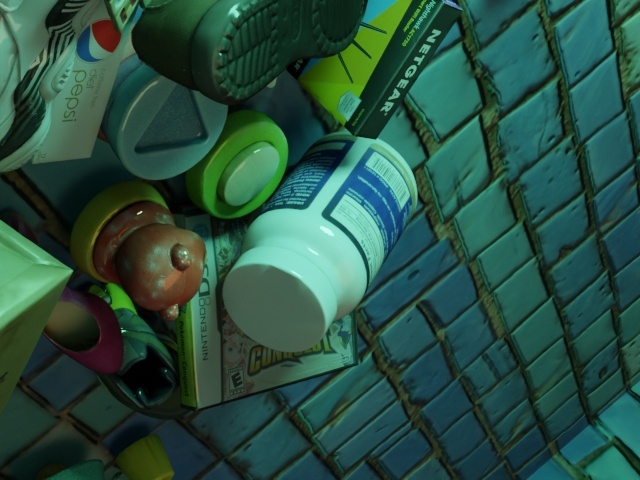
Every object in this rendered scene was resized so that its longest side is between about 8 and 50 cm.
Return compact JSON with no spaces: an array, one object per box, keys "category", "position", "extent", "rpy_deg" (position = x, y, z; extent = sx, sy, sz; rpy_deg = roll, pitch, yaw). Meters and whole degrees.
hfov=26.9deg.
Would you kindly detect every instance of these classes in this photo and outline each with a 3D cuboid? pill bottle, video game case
[{"category":"pill bottle","position":[0.000,0.000,1.535],"extent":[0.264,0.153,0.153],"rpy_deg":[-55,165,-47]},{"category":"video game case","position":[-0.064,0.061,1.657],"extent":[0.275,0.035,0.248],"rpy_deg":[-11,102,-41]}]

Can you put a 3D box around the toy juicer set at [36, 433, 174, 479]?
[{"category":"toy juicer set","position":[-0.362,0.357,1.771],"extent":[0.209,0.089,0.329],"rpy_deg":[-46,160,31]}]

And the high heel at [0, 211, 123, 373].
[{"category":"high heel","position":[-0.280,0.087,1.418],"extent":[0.082,0.117,0.244],"rpy_deg":[-17,129,8]}]

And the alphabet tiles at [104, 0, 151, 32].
[{"category":"alphabet tiles","position":[-0.123,-0.296,1.136],"extent":[0.237,0.009,0.198],"rpy_deg":[-63,178,-10]}]

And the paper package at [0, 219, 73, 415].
[{"category":"paper package","position":[-0.418,0.139,1.218],"extent":[0.309,0.168,0.325],"rpy_deg":[-44,170,-48]}]

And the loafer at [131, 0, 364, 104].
[{"category":"loafer","position":[-0.059,-0.241,1.301],"extent":[0.366,0.130,0.133],"rpy_deg":[-38,140,-57]}]

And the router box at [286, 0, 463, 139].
[{"category":"router box","position":[0.057,-0.222,1.478],"extent":[0.046,0.133,0.179],"rpy_deg":[5,125,-52]}]

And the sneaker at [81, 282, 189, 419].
[{"category":"sneaker","position":[-0.220,0.168,1.652],"extent":[0.111,0.121,0.300],"rpy_deg":[-41,149,-3]}]

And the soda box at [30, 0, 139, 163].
[{"category":"soda box","position":[-0.234,-0.180,1.254],"extent":[0.069,0.074,0.216],"rpy_deg":[-11,137,-41]}]

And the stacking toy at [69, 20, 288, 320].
[{"category":"stacking toy","position":[-0.115,-0.083,1.414],"extent":[0.280,0.130,0.308],"rpy_deg":[-23,136,-33]}]

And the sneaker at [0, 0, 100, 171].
[{"category":"sneaker","position":[-0.305,-0.193,1.092],"extent":[0.210,0.137,0.365],"rpy_deg":[-14,142,-42]}]
